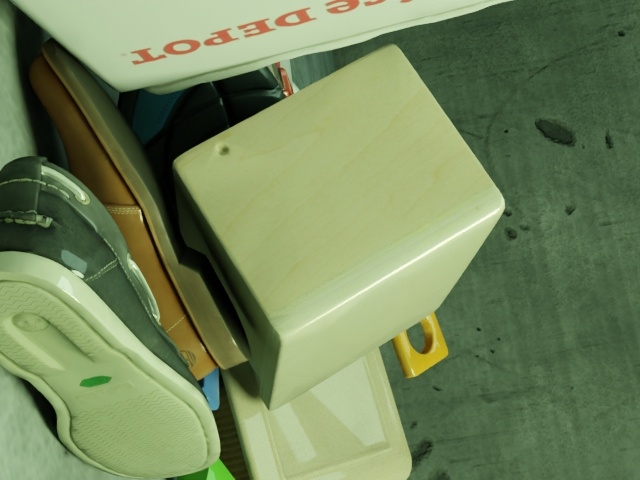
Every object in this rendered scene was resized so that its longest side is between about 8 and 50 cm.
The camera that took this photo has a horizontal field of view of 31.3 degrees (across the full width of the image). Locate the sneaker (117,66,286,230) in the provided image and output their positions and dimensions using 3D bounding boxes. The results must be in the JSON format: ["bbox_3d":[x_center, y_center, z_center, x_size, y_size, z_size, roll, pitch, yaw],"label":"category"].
[{"bbox_3d":[-0.089,-0.066,0.866,0.341,0.125,0.139,81,-13,-60],"label":"sneaker"}]

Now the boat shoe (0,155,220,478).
[{"bbox_3d":[-0.105,0.053,0.578,0.233,0.084,0.079,67,14,-51],"label":"boat shoe"}]

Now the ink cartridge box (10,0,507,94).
[{"bbox_3d":[-0.046,-0.232,0.491,0.395,0.286,0.166,46,33,-70],"label":"ink cartridge box"}]

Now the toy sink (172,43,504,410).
[{"bbox_3d":[0.000,0.000,0.742,0.131,0.153,0.234,57,-12,13],"label":"toy sink"}]

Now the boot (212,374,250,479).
[{"bbox_3d":[-0.016,0.188,1.006,0.295,0.104,0.211,-36,109,-69],"label":"boot"}]

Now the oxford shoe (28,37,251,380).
[{"bbox_3d":[-0.120,-0.011,0.645,0.212,0.076,0.076,64,5,-1],"label":"oxford shoe"}]

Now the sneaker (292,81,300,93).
[{"bbox_3d":[-0.049,-0.084,1.263,0.115,0.090,0.232,-21,100,-80],"label":"sneaker"}]

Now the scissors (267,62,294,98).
[{"bbox_3d":[-0.038,-0.137,0.923,0.109,0.021,0.297,-95,169,-54],"label":"scissors"}]

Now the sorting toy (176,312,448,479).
[{"bbox_3d":[-0.014,0.113,0.890,0.348,0.047,0.196,-4,79,-50],"label":"sorting toy"}]

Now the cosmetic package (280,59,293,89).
[{"bbox_3d":[-0.105,-0.252,0.980,0.377,0.097,0.284,66,17,-64],"label":"cosmetic package"}]
